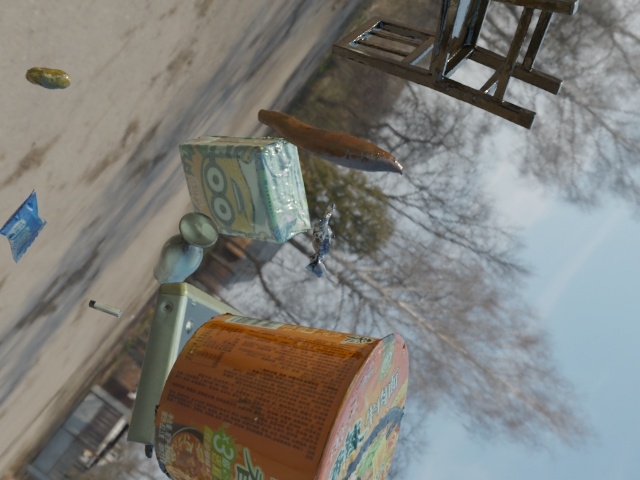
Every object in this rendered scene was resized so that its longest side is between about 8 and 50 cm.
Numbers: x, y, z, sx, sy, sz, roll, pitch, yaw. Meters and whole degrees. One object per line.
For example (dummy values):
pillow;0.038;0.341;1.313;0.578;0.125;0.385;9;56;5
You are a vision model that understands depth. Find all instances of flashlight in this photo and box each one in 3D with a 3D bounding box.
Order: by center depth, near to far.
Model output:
flashlight;-0.551;0.174;1.832;0.018;0.083;0.018;108;2;-52

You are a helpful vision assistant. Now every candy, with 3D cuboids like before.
candy;-0.482;-0.021;1.169;0.088;0.038;0.136;-64;179;-26
candy;0.001;0.000;1.655;0.226;0.051;0.094;104;-9;-52

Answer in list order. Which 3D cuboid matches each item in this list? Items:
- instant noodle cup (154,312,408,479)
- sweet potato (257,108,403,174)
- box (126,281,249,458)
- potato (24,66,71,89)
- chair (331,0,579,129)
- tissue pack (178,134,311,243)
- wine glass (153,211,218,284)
instant noodle cup;-0.037;0.178;0.692;0.230;0.182;0.230;14;90;-68
sweet potato;0.015;-0.160;1.196;0.057;0.264;0.057;20;90;-88
box;-0.157;0.179;0.939;0.270;0.045;0.211;55;42;-69
potato;-0.573;-0.341;1.505;0.046;0.092;0.045;-121;-136;-58
chair;0.253;-0.413;1.308;0.203;0.416;0.241;-46;155;-40
tissue pack;-0.182;-0.128;1.679;0.310;0.228;0.128;10;-152;43
wine glass;-0.303;0.027;1.581;0.202;0.093;0.093;-46;-172;48
